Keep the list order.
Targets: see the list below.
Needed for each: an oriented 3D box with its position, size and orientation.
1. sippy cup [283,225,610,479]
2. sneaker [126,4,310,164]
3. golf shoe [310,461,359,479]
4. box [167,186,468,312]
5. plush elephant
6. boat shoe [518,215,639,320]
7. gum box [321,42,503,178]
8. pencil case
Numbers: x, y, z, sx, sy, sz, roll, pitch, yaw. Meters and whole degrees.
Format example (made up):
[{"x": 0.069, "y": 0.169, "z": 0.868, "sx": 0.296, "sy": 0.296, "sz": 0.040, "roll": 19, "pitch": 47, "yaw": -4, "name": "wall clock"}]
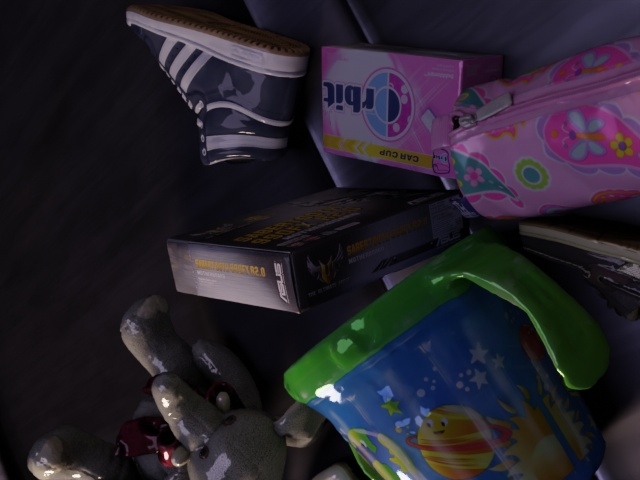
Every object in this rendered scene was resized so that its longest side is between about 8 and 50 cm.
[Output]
[{"x": 0.123, "y": 0.142, "z": 0.860, "sx": 0.240, "sy": 0.305, "sz": 0.224, "roll": -37, "pitch": 82, "yaw": 1, "name": "sippy cup"}, {"x": -0.134, "y": -0.180, "z": 1.126, "sx": 0.282, "sy": 0.099, "sz": 0.153, "roll": 26, "pitch": 118, "yaw": 37, "name": "sneaker"}, {"x": -0.013, "y": 0.333, "z": 1.156, "sx": 0.067, "sy": 0.086, "sz": 0.186, "roll": 52, "pitch": 132, "yaw": 25, "name": "golf shoe"}, {"x": 0.000, "y": 0.000, "z": 0.931, "sx": 0.183, "sy": 0.231, "sz": 0.056, "roll": 6, "pitch": 109, "yaw": 48, "name": "box"}, {"x": -0.144, "y": 0.237, "z": 1.148, "sx": 0.330, "sy": 0.272, "sz": 0.255, "roll": 43, "pitch": 151, "yaw": -7, "name": "plush elephant"}, {"x": 0.254, "y": 0.030, "z": 0.773, "sx": 0.223, "sy": 0.080, "sz": 0.073, "roll": 15, "pitch": 107, "yaw": 40, "name": "boat shoe"}, {"x": 0.079, "y": -0.129, "z": 0.932, "sx": 0.188, "sy": 0.062, "sz": 0.107, "roll": 17, "pitch": 113, "yaw": 44, "name": "gum box"}, {"x": 0.222, "y": -0.092, "z": 0.740, "sx": 0.284, "sy": 0.124, "sz": 0.124, "roll": -11, "pitch": 93, "yaw": 48, "name": "pencil case"}]
